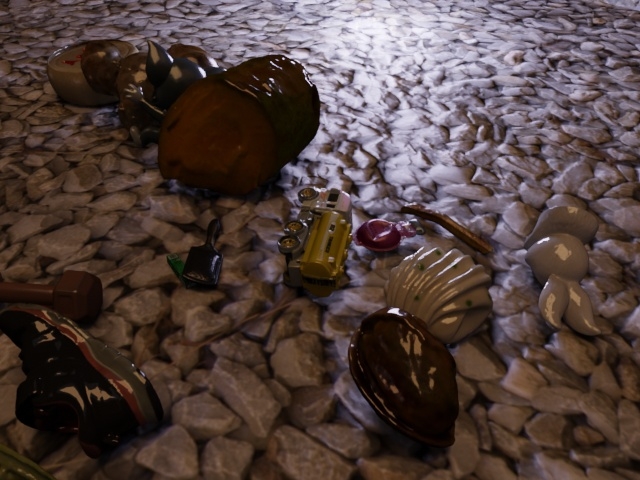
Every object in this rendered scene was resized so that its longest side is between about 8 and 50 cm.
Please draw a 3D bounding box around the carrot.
[{"bbox_3d":[-0.156,-0.246,1.181,0.241,0.242,0.341,22,43,22],"label":"carrot"}]

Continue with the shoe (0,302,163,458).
[{"bbox_3d":[-0.355,0.196,0.773,0.291,0.114,0.137,28,53,22],"label":"shoe"}]

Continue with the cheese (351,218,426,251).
[{"bbox_3d":[0.129,-0.015,1.072,0.145,0.038,0.095,-12,44,-15],"label":"cheese"}]

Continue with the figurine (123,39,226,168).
[{"bbox_3d":[-0.334,-0.289,1.232,0.193,0.140,0.265,22,62,-27],"label":"figurine"}]

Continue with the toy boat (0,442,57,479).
[{"bbox_3d":[-0.439,0.292,0.678,0.276,0.084,0.111,17,41,13],"label":"toy boat"}]

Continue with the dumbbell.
[{"bbox_3d":[-0.476,0.087,0.908,0.230,0.092,0.082,4,12,3],"label":"dumbbell"}]

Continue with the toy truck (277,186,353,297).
[{"bbox_3d":[0.000,0.000,1.005,0.114,0.098,0.227,4,41,12],"label":"toy truck"}]

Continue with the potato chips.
[{"bbox_3d":[0.248,-0.027,1.100,0.204,0.026,0.037,33,53,30],"label":"potato chips"}]

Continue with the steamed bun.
[{"bbox_3d":[0.192,0.077,0.919,0.182,0.106,0.183,2,41,-2],"label":"steamed bun"}]

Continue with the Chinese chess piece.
[{"bbox_3d":[-0.603,-0.457,1.519,0.249,0.103,0.250,-1,40,1],"label":"Chinese chess piece"}]

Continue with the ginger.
[{"bbox_3d":[-0.379,-0.392,1.384,0.375,0.176,0.256,-12,62,-25],"label":"ginger"}]

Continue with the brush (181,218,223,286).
[{"bbox_3d":[-0.208,0.015,1.038,0.062,0.016,0.193,20,33,-14],"label":"brush"}]

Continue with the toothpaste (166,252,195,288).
[{"bbox_3d":[-0.249,0.053,1.002,0.020,0.017,0.083,-22,46,-28],"label":"toothpaste"}]

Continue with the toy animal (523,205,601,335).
[{"bbox_3d":[0.406,0.064,0.966,0.103,0.131,0.221,26,66,-20],"label":"toy animal"}]

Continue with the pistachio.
[{"bbox_3d":[0.125,0.185,0.779,0.165,0.131,0.210,-9,57,-24],"label":"pistachio"}]
